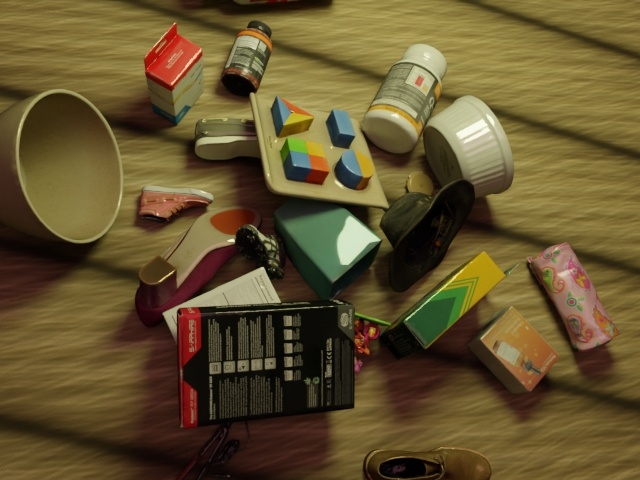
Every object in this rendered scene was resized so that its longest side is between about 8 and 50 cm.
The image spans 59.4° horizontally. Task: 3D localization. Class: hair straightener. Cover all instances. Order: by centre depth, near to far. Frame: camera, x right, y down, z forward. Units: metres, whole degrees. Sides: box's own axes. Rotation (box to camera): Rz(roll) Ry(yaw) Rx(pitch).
[{"bbox_3d":[-0.230,0.485,1.233,0.089,0.047,0.230,39,65,3],"label":"hair straightener"}]

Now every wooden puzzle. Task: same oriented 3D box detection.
[{"bbox_3d":[0.006,-0.231,1.383,0.347,0.080,0.322,9,48,-29],"label":"wooden puzzle"}]

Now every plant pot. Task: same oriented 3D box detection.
[{"bbox_3d":[0.000,0.000,1.370,0.165,0.166,0.234,-40,75,-19],"label":"plant pot"}]

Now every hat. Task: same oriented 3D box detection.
[{"bbox_3d":[0.233,-0.038,1.374,0.134,0.331,0.331,37,68,27],"label":"hat"}]

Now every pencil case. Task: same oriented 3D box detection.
[{"bbox_3d":[0.658,0.146,1.468,0.124,0.124,0.284,-21,76,-16],"label":"pencil case"}]

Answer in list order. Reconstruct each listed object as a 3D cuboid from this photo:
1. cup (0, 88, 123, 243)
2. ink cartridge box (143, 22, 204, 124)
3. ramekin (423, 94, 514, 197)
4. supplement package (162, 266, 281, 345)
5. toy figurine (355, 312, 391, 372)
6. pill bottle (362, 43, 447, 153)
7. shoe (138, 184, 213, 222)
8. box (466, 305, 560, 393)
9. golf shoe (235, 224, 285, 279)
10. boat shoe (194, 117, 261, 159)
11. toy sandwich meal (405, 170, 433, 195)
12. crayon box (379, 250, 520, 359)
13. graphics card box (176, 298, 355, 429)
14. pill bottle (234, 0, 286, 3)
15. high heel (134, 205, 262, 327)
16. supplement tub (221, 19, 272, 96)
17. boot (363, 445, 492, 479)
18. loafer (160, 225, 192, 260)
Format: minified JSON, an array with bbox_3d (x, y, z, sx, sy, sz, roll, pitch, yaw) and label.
[{"bbox_3d":[-0.637,-0.149,1.244,0.236,0.331,0.331,-5,71,15],"label":"cup"},{"bbox_3d":[-0.360,-0.409,1.397,0.078,0.231,0.134,31,70,1],"label":"ink cartridge box"},{"bbox_3d":[0.374,-0.227,1.465,0.127,0.273,0.273,-25,78,-6],"label":"ramekin"},{"bbox_3d":[-0.213,0.183,1.281,0.244,0.134,0.139,-24,78,-16],"label":"supplement package"},{"bbox_3d":[0.064,0.249,1.322,0.173,0.130,0.159,14,82,18],"label":"toy figurine"},{"bbox_3d":[0.237,-0.391,1.539,0.162,0.162,0.279,28,70,0],"label":"pill bottle"},{"bbox_3d":[-0.356,-0.084,1.384,0.177,0.063,0.081,5,72,-3],"label":"shoe"},{"bbox_3d":[0.479,0.274,1.403,0.130,0.091,0.170,-41,83,-20],"label":"box"},{"bbox_3d":[-0.139,0.010,1.339,0.077,0.198,0.094,1,55,22],"label":"golf shoe"},{"bbox_3d":[-0.171,-0.268,1.451,0.304,0.109,0.091,-2,67,-14],"label":"boat shoe"},{"bbox_3d":[0.270,-0.148,1.537,0.085,0.029,0.086,3,75,-13],"label":"toy sandwich meal"},{"bbox_3d":[0.305,0.145,1.354,0.322,0.203,0.083,-36,81,-19],"label":"crayon box"},{"bbox_3d":[-0.111,0.249,1.179,0.370,0.094,0.233,-2,92,-17],"label":"graphics card box"},{"bbox_3d":[-0.143,-0.785,1.562,0.407,0.229,0.229,-10,74,-13],"label":"pill bottle"},{"bbox_3d":[-0.290,0.053,1.356,0.127,0.181,0.377,40,49,20],"label":"high heel"},{"bbox_3d":[-0.193,-0.498,1.525,0.106,0.106,0.198,18,69,-4],"label":"supplement tub"},{"bbox_3d":[0.259,0.524,1.269,0.305,0.115,0.113,5,70,-10],"label":"boot"},{"bbox_3d":[-0.343,0.006,1.365,0.039,0.045,0.125,29,71,19],"label":"loafer"}]
